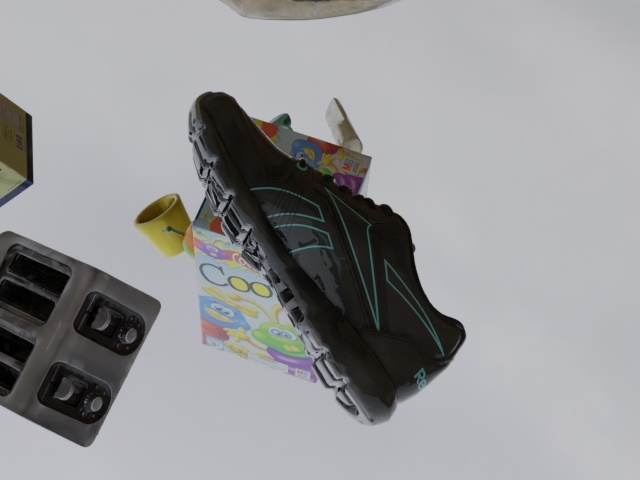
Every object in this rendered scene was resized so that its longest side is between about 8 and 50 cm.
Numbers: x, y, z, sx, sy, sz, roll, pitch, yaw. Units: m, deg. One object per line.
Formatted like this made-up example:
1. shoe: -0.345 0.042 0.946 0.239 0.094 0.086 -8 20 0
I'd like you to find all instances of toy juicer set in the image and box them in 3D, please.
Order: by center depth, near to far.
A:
1. toy juicer set: -0.071 -0.094 1.933 0.089 0.329 0.209 58 164 -22

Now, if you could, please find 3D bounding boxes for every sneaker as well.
1. sneaker: 0.000 0.000 1.115 0.267 0.106 0.101 57 168 3

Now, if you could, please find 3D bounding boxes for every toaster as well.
1. toaster: -0.278 0.092 1.559 0.185 0.168 0.110 21 170 36

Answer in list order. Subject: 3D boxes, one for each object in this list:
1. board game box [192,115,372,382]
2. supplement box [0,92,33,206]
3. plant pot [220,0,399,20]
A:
1. board game box: -0.040 0.016 1.643 0.142 0.275 0.144 19 -117 8
2. supplement box: -0.279 -0.080 1.242 0.083 0.056 0.083 38 -151 -40
3. plant pot: -0.014 -0.289 0.736 0.333 0.334 0.306 23 -118 -25
